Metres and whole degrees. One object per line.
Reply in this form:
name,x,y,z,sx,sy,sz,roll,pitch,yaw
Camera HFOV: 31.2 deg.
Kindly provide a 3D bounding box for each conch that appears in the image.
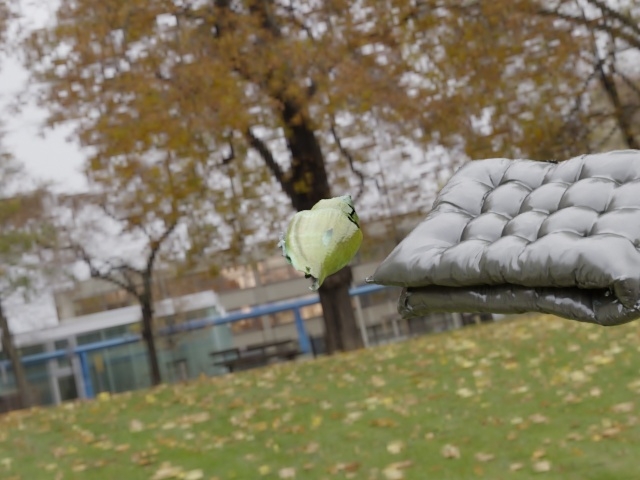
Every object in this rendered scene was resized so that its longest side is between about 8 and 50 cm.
conch,0.003,-0.003,1.516,0.201,0.095,0.079,-38,-24,-57

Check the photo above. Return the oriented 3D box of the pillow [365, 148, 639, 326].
pillow,0.235,-0.009,1.203,0.326,0.101,0.228,-4,35,46
